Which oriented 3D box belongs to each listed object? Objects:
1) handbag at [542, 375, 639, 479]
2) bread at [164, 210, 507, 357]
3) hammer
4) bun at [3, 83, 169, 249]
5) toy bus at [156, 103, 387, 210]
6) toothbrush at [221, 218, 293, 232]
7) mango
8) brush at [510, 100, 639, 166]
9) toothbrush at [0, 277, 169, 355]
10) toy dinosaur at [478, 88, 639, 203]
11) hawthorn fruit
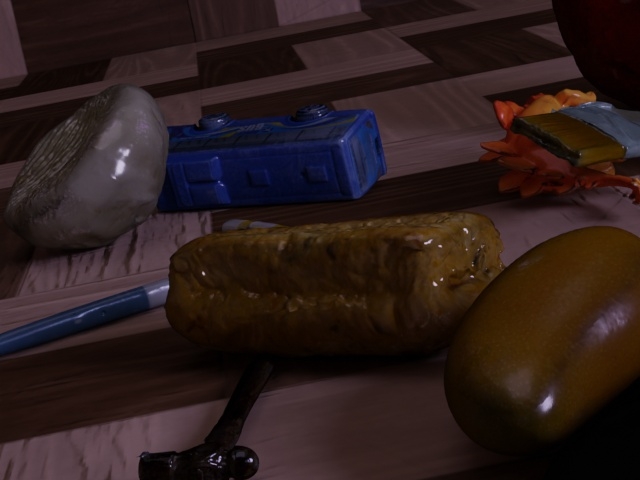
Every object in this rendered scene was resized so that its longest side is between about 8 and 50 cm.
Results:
[{"bbox_3d":[0.231,0.044,0.634,0.332,0.075,0.192,-28,-3,-43],"label":"handbag"},{"bbox_3d":[0.007,0.027,0.902,0.211,0.083,0.114,-1,12,31],"label":"bread"},{"bbox_3d":[-0.052,0.097,0.806,0.065,0.021,0.178,-8,14,11],"label":"hammer"},{"bbox_3d":[-0.202,-0.054,1.295,0.183,0.102,0.183,-34,26,20],"label":"bun"},{"bbox_3d":[-0.059,-0.078,1.347,0.237,0.079,0.094,-3,18,26],"label":"toy bus"},{"bbox_3d":[0.000,0.000,1.122,0.021,0.024,0.288,-22,19,-31],"label":"toothbrush"},{"bbox_3d":[0.122,0.055,0.730,0.102,0.084,0.184,5,31,33],"label":"mango"},{"bbox_3d":[0.291,-0.097,1.165,0.337,0.020,0.085,-10,34,-42],"label":"brush"},{"bbox_3d":[-0.225,0.073,1.015,0.276,0.019,0.025,-18,9,-27],"label":"toothbrush"},{"bbox_3d":[0.190,-0.074,1.180,0.117,0.070,0.288,-3,23,-2],"label":"toy dinosaur"},{"bbox_3d":[0.348,-0.230,1.386,0.210,0.230,0.266,-52,-10,16],"label":"hawthorn fruit"}]
